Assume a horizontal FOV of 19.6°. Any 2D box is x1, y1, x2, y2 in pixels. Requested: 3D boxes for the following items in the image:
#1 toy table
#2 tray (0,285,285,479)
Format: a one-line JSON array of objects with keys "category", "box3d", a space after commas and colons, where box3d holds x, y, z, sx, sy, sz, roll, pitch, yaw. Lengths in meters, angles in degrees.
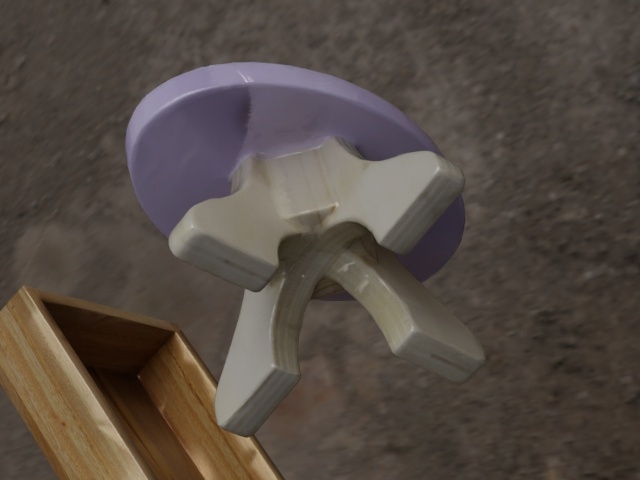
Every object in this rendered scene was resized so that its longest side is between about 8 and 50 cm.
[{"category": "toy table", "box3d": [0.000, 0.000, 1.284, 0.274, 0.252, 0.161, 13, 34, -25]}, {"category": "tray", "box3d": [-0.095, 0.218, 1.449, 0.203, 0.076, 0.411, 19, 28, -55]}]
